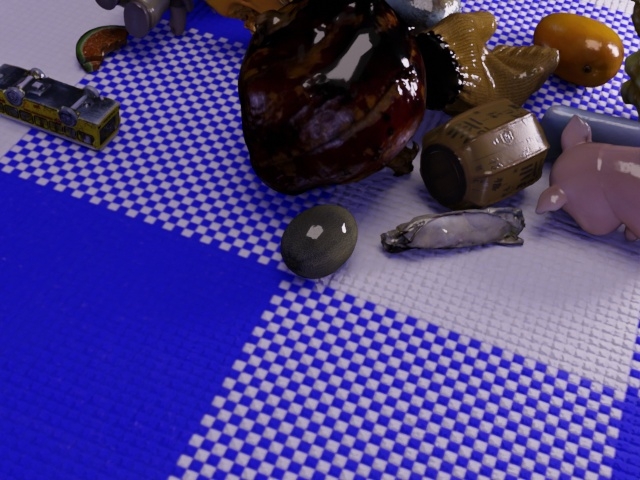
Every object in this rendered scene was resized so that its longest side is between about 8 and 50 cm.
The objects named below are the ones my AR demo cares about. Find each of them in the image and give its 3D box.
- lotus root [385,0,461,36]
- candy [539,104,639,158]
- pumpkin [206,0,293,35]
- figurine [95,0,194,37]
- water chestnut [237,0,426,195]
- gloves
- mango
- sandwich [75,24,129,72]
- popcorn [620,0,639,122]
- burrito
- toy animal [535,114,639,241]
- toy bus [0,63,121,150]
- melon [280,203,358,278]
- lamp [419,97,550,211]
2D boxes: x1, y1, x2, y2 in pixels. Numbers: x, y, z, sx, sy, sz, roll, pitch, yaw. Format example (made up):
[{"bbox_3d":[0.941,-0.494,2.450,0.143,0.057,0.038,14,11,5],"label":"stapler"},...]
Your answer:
[{"bbox_3d":[0.111,-0.458,1.722,0.322,0.158,0.140,26,23,24],"label":"lotus root"},{"bbox_3d":[0.446,-0.169,1.503,0.174,0.138,0.071,13,70,4],"label":"candy"},{"bbox_3d":[-0.072,-0.419,1.639,0.278,0.111,0.163,43,36,8],"label":"pumpkin"},{"bbox_3d":[-0.279,-0.523,1.703,0.248,0.203,0.381,23,49,10],"label":"figurine"},{"bbox_3d":[0.031,-0.205,1.401,0.335,0.347,0.335,-23,38,20],"label":"water chestnut"},{"bbox_3d":[0.271,-0.299,1.583,0.356,0.155,0.203,-16,67,-41],"label":"gloves"},{"bbox_3d":[0.482,-0.370,1.723,0.144,0.113,0.219,-11,37,-17],"label":"mango"},{"bbox_3d":[-0.397,-0.354,1.643,0.067,0.029,0.135,30,49,13],"label":"sandwich"},{"bbox_3d":[0.644,-0.254,1.514,0.335,0.274,0.279,31,62,-16],"label":"popcorn"},{"bbox_3d":[0.203,-0.015,1.371,0.229,0.063,0.058,-3,75,-12],"label":"burrito"},{"bbox_3d":[0.473,-0.071,1.396,0.250,0.154,0.167,18,55,13],"label":"toy animal"},{"bbox_3d":[-0.440,-0.220,1.477,0.226,0.074,0.081,19,46,11],"label":"toy bus"},{"bbox_3d":[0.000,0.000,1.304,0.098,0.098,0.130,36,51,25],"label":"melon"},{"bbox_3d":[0.256,-0.133,1.425,0.185,0.161,0.161,-23,53,-29],"label":"lamp"}]
